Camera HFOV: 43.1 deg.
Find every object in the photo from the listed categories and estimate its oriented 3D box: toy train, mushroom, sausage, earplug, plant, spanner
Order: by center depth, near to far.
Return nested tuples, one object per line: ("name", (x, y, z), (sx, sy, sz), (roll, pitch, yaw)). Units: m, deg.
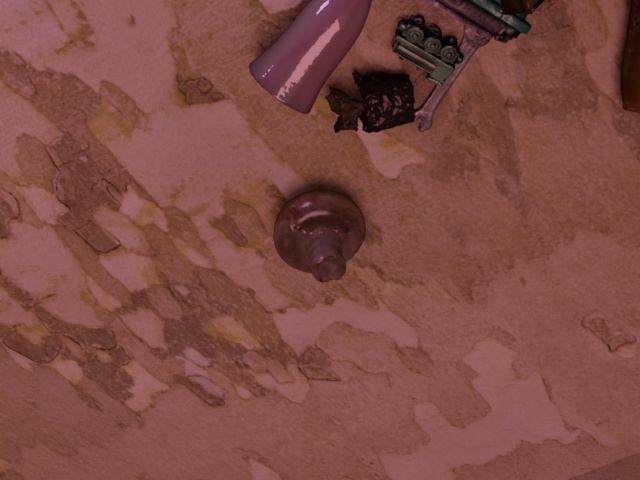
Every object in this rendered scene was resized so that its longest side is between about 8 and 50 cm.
("sausage", (0.737, -0.506, 1.778), (0.136, 0.123, 0.501), (-8, 127, 6))
("earplug", (-0.002, -0.448, 1.778), (0.172, 0.172, 0.301), (31, 113, -23))
("toy train", (0.238, -0.431, 1.840), (0.170, 0.071, 0.111), (27, 127, -13))
("plant", (0.116, -0.318, 1.883), (0.203, 0.131, 0.142), (-6, 128, -10))
("spanner", (0.301, -0.384, 1.914), (0.071, 0.017, 0.302), (23, 122, -17))
("mushroom", (0.000, 0.000, 2.057), (0.243, 0.244, 0.244), (-1, 126, -2))

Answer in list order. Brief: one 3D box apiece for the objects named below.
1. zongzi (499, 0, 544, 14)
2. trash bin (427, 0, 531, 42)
("zongzi", (0.386, -0.568, 1.458), (0.241, 0.111, 0.248), (-37, 111, -9))
("trash bin", (0.351, -0.628, 1.605), (0.295, 0.259, 0.381), (25, 115, -19))
